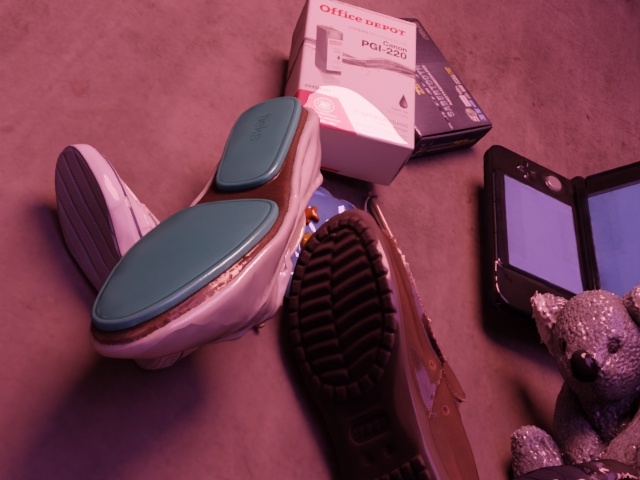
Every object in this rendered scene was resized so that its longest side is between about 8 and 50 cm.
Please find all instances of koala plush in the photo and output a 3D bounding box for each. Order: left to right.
[{"bbox_3d":[0.323,0.157,0.833,0.203,0.196,0.221,-7,84,-48],"label":"koala plush"}]

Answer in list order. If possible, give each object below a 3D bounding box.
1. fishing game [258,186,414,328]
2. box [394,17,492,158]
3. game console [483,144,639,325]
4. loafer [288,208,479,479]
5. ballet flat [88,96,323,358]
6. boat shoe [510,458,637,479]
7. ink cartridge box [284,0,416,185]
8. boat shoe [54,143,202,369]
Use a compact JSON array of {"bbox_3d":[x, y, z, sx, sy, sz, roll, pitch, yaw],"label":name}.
[{"bbox_3d":[0.000,0.000,0.860,0.264,0.041,0.189,-7,65,-40],"label":"fishing game"},{"bbox_3d":[0.136,-0.239,1.129,0.183,0.059,0.233,-15,67,-41],"label":"box"},{"bbox_3d":[0.370,-0.024,0.988,0.250,0.173,0.293,23,48,-17],"label":"game console"},{"bbox_3d":[0.070,0.146,0.749,0.130,0.133,0.366,11,60,-53],"label":"loafer"},{"bbox_3d":[-0.069,0.000,0.689,0.139,0.139,0.400,35,37,-9],"label":"ballet flat"},{"bbox_3d":[0.217,0.366,0.643,0.158,0.127,0.341,13,64,-30],"label":"boat shoe"},{"bbox_3d":[0.038,-0.199,0.962,0.158,0.092,0.218,12,58,-13],"label":"ink cartridge box"},{"bbox_3d":[-0.179,0.013,0.701,0.075,0.083,0.226,-14,78,-53],"label":"boat shoe"}]
